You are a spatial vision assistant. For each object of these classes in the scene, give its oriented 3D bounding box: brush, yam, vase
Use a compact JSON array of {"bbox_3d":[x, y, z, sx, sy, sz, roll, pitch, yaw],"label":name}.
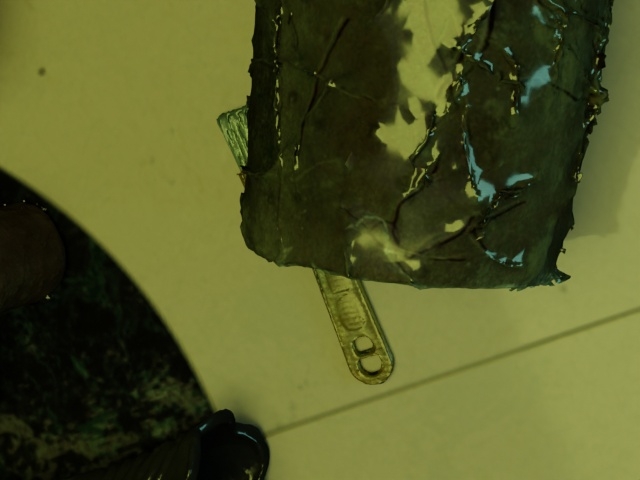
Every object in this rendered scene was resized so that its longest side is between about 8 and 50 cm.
[{"bbox_3d":[0.000,0.000,1.034,0.083,0.010,0.218,-20,91,22],"label":"brush"},{"bbox_3d":[-0.245,0.020,1.068,0.084,0.127,0.084,4,102,18],"label":"yam"},{"bbox_3d":[0.057,-0.143,0.880,0.241,0.241,0.348,8,104,19],"label":"yam"},{"bbox_3d":[-0.159,0.199,1.080,0.237,0.115,0.115,-15,93,27],"label":"vase"}]
